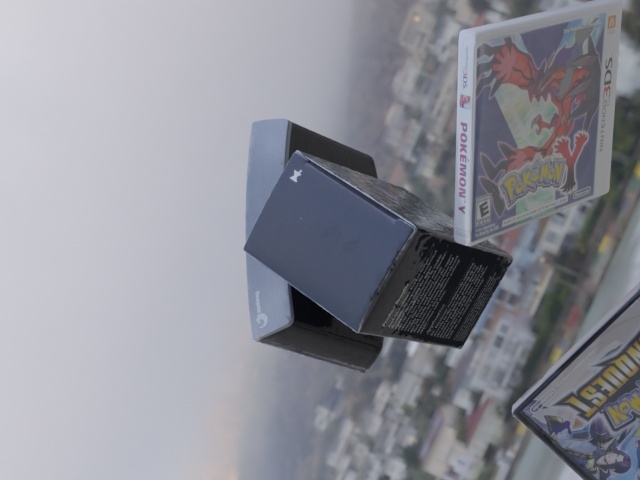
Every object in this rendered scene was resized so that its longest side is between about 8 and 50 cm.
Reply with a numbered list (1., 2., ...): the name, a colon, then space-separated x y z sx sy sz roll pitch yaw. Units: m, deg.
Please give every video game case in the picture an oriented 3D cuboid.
1. video game case: 0.191 -0.106 1.125 0.201 0.023 0.183 -19 -63 -39
2. video game case: 0.388 0.172 1.378 0.275 0.248 0.035 -47 1 14

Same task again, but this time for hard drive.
1. hard drive: 0.000 0.000 1.370 0.054 0.172 0.254 -28 53 42

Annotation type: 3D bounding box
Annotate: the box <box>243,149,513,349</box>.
1. box: 0.057 0.012 1.207 0.207 0.153 0.108 15 -73 -55
